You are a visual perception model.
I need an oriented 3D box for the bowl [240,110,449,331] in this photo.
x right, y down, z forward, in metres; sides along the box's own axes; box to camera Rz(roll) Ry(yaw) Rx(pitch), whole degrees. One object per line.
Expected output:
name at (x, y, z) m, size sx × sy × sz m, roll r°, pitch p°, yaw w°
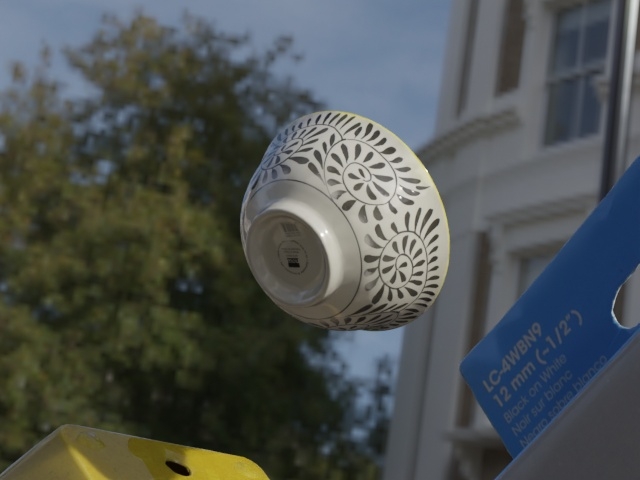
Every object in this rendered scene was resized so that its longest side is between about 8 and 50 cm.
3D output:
bowl at (0.000, 0.000, 1.226) m, size 0.170 × 0.170 × 0.080 m, roll -6°, pitch 16°, yaw 38°

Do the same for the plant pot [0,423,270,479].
plant pot at (-0.101, 0.225, 0.954) m, size 0.212 × 0.187 × 0.212 m, roll 18°, pitch 20°, yaw -39°

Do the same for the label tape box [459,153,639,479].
label tape box at (0.149, 0.096, 0.571) m, size 0.115 × 0.348 × 0.249 m, roll 7°, pitch -47°, yaw -39°
